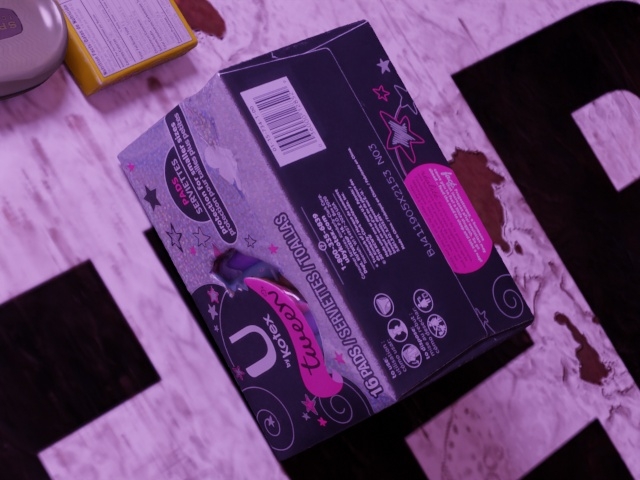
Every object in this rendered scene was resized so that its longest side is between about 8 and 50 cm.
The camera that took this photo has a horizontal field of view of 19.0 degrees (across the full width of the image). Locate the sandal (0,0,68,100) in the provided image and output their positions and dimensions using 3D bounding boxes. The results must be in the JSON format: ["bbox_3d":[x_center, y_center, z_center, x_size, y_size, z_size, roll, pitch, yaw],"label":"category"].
[{"bbox_3d":[-0.277,-0.132,1.202,0.303,0.086,0.120,-24,84,-44],"label":"sandal"}]

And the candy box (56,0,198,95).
[{"bbox_3d":[-0.179,-0.209,1.367,0.105,0.027,0.206,-29,88,-42],"label":"candy box"}]

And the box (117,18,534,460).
[{"bbox_3d":[0.000,0.000,1.327,0.163,0.142,0.247,-25,84,-43],"label":"box"}]
